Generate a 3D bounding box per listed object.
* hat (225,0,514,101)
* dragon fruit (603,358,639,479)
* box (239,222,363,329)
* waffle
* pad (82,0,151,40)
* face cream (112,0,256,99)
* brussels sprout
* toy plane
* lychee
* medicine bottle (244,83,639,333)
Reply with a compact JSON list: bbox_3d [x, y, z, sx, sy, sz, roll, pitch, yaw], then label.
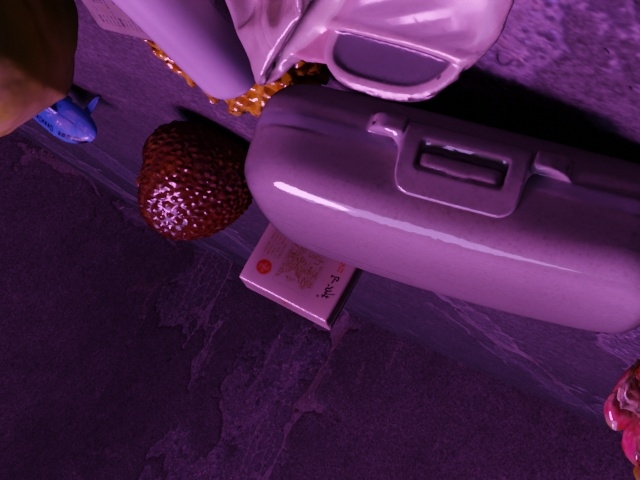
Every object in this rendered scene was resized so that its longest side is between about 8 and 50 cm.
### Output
[{"bbox_3d":[-0.007,-0.191,0.496,0.226,0.164,0.219,-6,153,23],"label":"hat"},{"bbox_3d":[0.404,0.165,0.775,0.291,0.250,0.269,12,-179,43],"label":"dragon fruit"},{"bbox_3d":[0.000,0.000,1.200,0.141,0.201,0.058,25,167,13],"label":"box"},{"bbox_3d":[-0.078,-0.181,0.859,0.193,0.070,0.197,34,167,-32],"label":"waffle"},{"bbox_3d":[-0.205,-0.264,0.731,0.159,0.009,0.265,21,153,38],"label":"pad"},{"bbox_3d":[-0.125,-0.216,0.603,0.071,0.144,0.291,-17,154,18],"label":"face cream"},{"bbox_3d":[-0.391,-0.232,0.910,0.227,0.259,0.294,17,166,28],"label":"brussels sprout"},{"bbox_3d":[-0.501,-0.253,1.639,0.271,0.105,0.254,23,171,25],"label":"toy plane"},{"bbox_3d":[-0.195,-0.089,1.375,0.194,0.194,0.194,28,171,5],"label":"lychee"},{"bbox_3d":[0.126,-0.020,0.802,0.375,0.123,0.282,17,167,13],"label":"medicine bottle"}]
